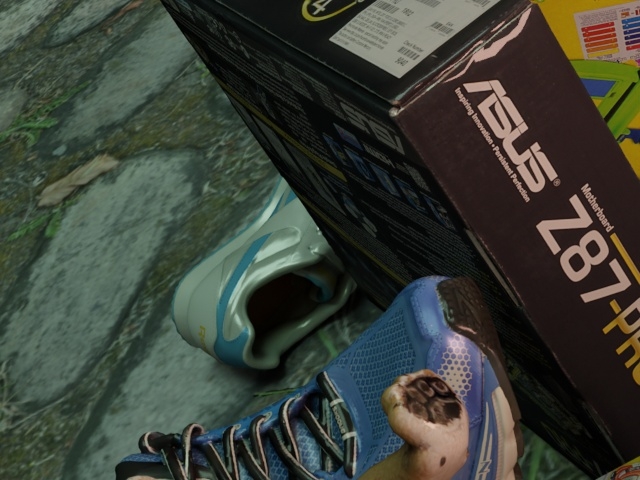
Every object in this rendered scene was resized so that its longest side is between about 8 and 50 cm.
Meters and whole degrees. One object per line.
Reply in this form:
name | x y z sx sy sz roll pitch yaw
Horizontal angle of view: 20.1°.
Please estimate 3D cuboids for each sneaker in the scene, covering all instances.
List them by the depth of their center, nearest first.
sneaker | -0.019 0.139 0.893 0.330 0.147 0.130 -56 32 34
sneaker | 0.000 0.000 1.286 0.229 0.087 0.092 -50 39 -12

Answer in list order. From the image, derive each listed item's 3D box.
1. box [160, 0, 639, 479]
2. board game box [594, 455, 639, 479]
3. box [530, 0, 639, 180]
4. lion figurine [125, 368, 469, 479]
box | 0.063 -0.032 1.020 0.097 0.318 0.395 -38 29 -8
board game box | 0.193 0.135 0.862 0.154 0.103 0.026 -30 30 9
box | 0.238 -0.147 1.049 0.290 0.279 0.177 -17 34 27
lion figurine | 0.072 0.185 0.772 0.142 0.392 0.240 -78 13 -49
